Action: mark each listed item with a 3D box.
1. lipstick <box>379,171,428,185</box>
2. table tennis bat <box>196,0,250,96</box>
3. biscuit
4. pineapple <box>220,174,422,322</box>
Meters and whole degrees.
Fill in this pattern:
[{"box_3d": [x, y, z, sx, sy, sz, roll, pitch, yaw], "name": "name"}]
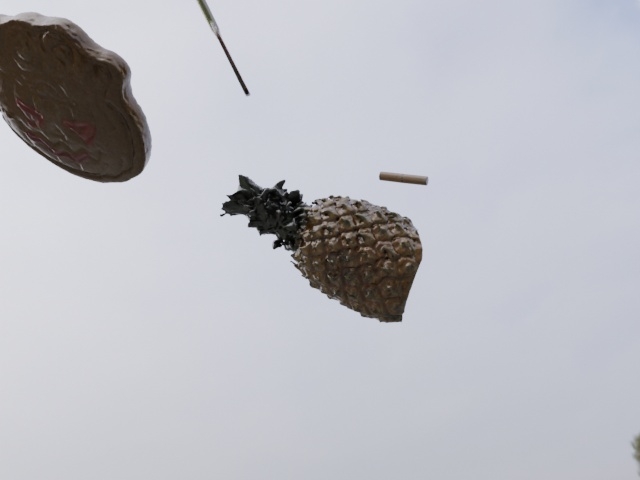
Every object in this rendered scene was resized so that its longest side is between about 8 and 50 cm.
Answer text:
[{"box_3d": [0.158, -0.118, 1.127, 0.094, 0.019, 0.019, 10, -28, 24], "name": "lipstick"}, {"box_3d": [-0.133, -0.265, 0.803, 0.013, 0.156, 0.087, -26, -8, 2], "name": "table tennis bat"}, {"box_3d": [-0.376, -0.200, 0.870, 0.273, 0.049, 0.257, 16, -46, 14], "name": "biscuit"}, {"box_3d": [0.000, 0.000, 1.053, 0.362, 0.202, 0.202, 22, -40, 2], "name": "pineapple"}]
